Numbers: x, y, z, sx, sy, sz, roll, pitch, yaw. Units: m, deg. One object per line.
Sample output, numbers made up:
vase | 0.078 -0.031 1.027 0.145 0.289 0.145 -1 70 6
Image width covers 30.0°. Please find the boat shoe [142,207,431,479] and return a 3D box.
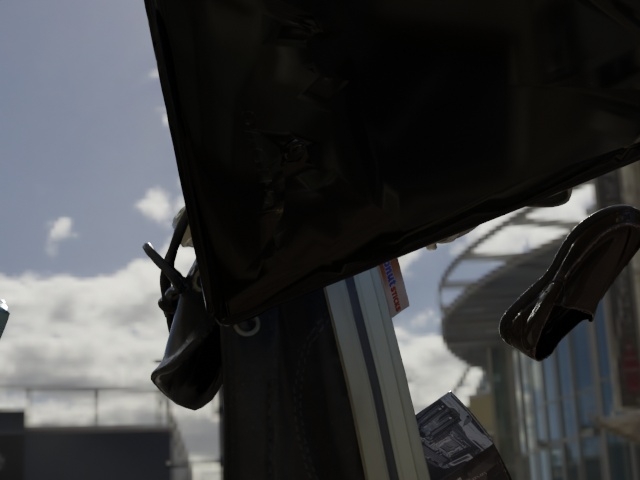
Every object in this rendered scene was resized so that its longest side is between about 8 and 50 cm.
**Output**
boat shoe | -0.034 0.048 0.753 0.156 0.500 0.187 -14 -19 4

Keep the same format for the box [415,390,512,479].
box | 0.046 0.307 1.126 0.307 0.076 0.242 -33 -42 -6

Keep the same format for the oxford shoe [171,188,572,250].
oxford shoe | 0.074 -0.048 1.208 0.449 0.130 0.169 -14 -6 -19

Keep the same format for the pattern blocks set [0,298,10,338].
pattern blocks set | -0.298 0.160 0.641 0.285 0.325 0.026 4 24 -27

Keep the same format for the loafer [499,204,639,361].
loafer | 0.302 0.057 1.373 0.080 0.078 0.220 23 -67 -35

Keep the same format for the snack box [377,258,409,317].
snack box | 0.000 0.000 0.950 0.022 0.064 0.178 -33 38 -24

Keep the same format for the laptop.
laptop | 0.129 -0.157 0.736 0.408 0.382 0.236 6 -34 -34
